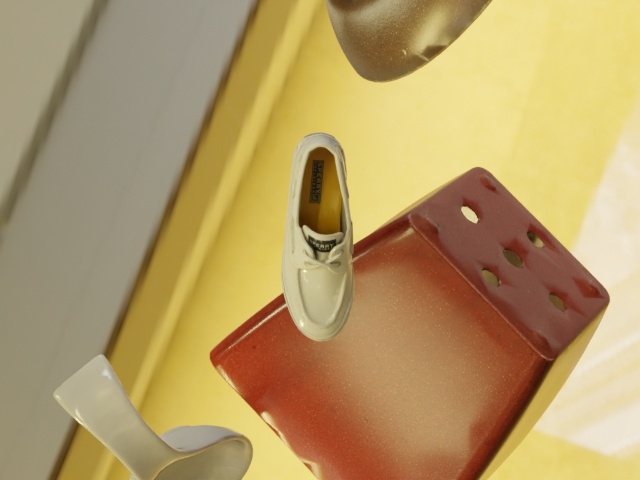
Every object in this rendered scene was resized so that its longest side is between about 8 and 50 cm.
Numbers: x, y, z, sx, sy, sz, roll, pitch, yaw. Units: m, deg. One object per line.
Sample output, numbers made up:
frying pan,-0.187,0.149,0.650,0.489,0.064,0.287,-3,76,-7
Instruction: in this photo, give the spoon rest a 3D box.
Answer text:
spoon rest,-0.144,0.199,1.523,0.137,0.084,0.276,-40,-34,-2

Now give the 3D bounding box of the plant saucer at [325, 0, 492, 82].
plant saucer,0.086,-0.262,1.189,0.310,0.050,0.310,-48,27,34

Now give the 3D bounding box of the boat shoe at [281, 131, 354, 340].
boat shoe,0.000,0.000,0.793,0.035,0.035,0.100,-99,12,-81

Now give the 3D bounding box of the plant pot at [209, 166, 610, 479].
plant pot,0.109,0.088,1.572,0.236,0.267,0.267,-49,-9,33
